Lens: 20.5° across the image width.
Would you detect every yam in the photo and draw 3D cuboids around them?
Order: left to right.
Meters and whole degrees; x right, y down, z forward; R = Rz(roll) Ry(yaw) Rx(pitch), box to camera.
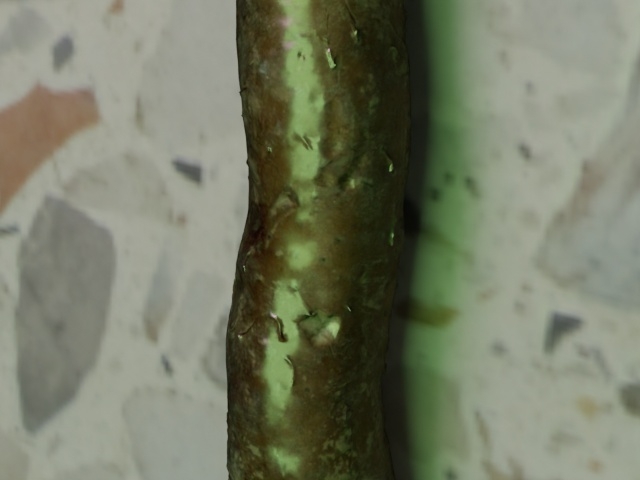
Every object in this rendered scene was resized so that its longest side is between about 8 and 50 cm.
[{"bbox_3d":[0.000,0.000,0.551,0.061,0.061,0.253,10,105,35],"label":"yam"}]
